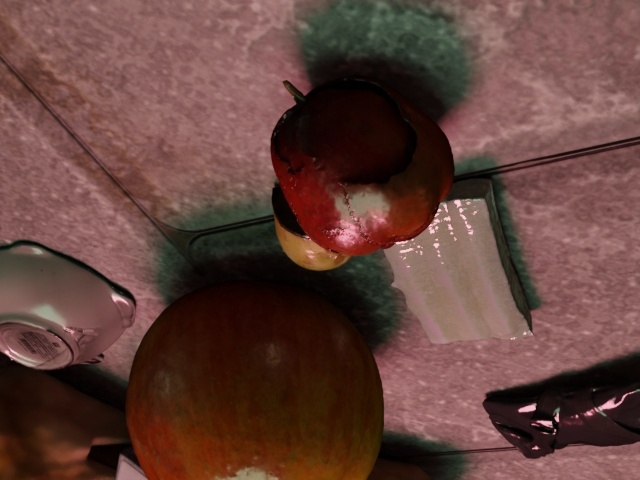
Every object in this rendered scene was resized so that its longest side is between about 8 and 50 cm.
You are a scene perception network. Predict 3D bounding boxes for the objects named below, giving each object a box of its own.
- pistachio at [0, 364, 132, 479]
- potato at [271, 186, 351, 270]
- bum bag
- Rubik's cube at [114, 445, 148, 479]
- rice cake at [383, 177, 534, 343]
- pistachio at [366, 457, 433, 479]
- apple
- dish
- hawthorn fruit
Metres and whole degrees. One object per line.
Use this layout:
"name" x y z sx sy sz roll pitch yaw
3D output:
"pistachio" -0.412 0.339 1.415 0.365 0.282 0.445 -6 153 6
"potato" 0.000 0.000 1.000 0.096 0.066 0.103 4 144 19
"bum bag" 0.304 0.210 1.172 0.123 0.060 0.248 37 138 -28
"Rubik's cube" -0.136 0.372 1.296 0.205 0.205 0.207 29 113 31
"rice cake" 0.134 0.030 1.012 0.127 0.043 0.237 -4 138 25
"pistachio" 0.054 0.395 1.396 0.288 0.166 0.197 -21 120 40
"apple" -0.075 0.194 1.104 0.301 0.302 0.302 9 142 7
"dish" -0.336 0.107 1.232 0.224 0.078 0.246 6 142 8
"hawthorn fruit" 0.027 -0.071 0.846 0.148 0.148 0.172 -24 110 39
